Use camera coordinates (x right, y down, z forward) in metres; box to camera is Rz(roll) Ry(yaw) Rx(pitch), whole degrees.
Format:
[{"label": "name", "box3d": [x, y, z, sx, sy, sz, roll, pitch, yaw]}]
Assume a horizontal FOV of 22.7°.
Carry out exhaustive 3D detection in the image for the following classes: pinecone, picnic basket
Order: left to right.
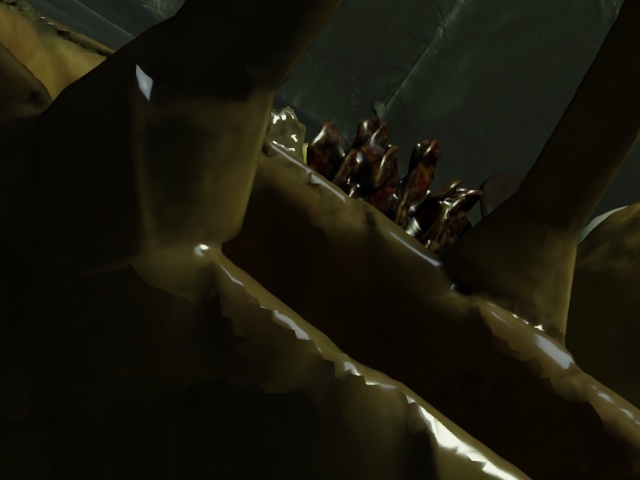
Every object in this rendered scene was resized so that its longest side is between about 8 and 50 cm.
[{"label": "pinecone", "box3d": [-0.007, 0.002, 0.895, 0.165, 0.162, 0.163, 19, 4, 12]}, {"label": "picnic basket", "box3d": [0.024, -0.012, 0.474, 0.337, 0.337, 0.293, 39, 8, 24]}]

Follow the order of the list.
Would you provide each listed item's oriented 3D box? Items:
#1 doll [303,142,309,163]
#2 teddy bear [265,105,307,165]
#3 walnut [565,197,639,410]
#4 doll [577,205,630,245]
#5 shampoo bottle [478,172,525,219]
[{"label": "doll", "box3d": [0.079, 0.045, 1.126, 0.296, 0.117, 0.141, 37, 9, 9]}, {"label": "teddy bear", "box3d": [-0.084, -0.012, 0.719, 0.190, 0.140, 0.177, 16, 22, -45]}, {"label": "walnut", "box3d": [0.232, 0.105, 0.856, 0.285, 0.285, 0.296, -129, -156, -64]}, {"label": "doll", "box3d": [0.251, 0.083, 1.236, 0.251, 0.221, 0.221, 40, 8, 38]}, {"label": "shampoo bottle", "box3d": [0.128, 0.064, 0.982, 0.068, 0.067, 0.236, -104, 180, -56]}]
